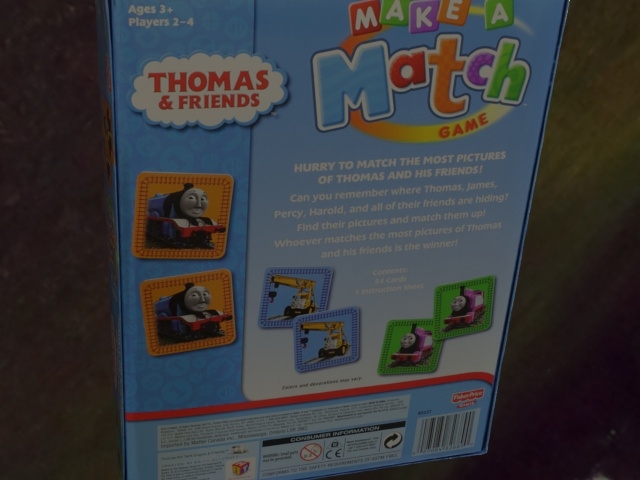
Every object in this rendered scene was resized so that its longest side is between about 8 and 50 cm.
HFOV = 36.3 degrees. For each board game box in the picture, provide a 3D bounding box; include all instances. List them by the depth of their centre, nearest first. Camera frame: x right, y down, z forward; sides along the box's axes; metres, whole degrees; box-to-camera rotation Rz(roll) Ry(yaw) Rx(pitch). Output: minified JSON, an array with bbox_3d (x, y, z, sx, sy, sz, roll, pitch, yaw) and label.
[{"bbox_3d":[0.000,0.000,0.372,0.160,0.039,0.212,-4,120,-16],"label":"board game box"}]
